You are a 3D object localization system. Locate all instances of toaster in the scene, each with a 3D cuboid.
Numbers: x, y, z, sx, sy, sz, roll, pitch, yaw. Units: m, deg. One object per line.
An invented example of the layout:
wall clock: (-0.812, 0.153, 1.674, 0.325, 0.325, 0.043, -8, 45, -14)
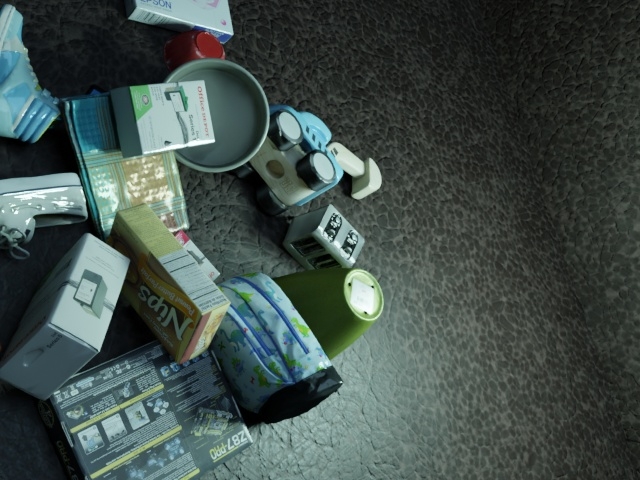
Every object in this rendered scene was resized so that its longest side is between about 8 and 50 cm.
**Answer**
toaster: (0.000, 0.000, 2.093, 0.168, 0.186, 0.110, 47, 48, -27)

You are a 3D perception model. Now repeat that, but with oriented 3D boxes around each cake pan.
cake pan: (-0.280, -0.320, 1.909, 0.293, 0.054, 0.293, 0, 90, -11)

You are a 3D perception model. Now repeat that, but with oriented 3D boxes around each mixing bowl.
mixing bowl: (-0.336, -0.520, 2.075, 0.181, 0.098, 0.181, 20, 58, -36)

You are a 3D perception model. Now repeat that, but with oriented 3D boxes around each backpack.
backpack: (-0.145, 0.248, 1.766, 0.273, 0.290, 0.355, -10, 70, -30)

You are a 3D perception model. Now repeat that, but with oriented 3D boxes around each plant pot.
plant pot: (0.015, 0.183, 1.921, 0.275, 0.293, 0.274, 20, 58, -36)

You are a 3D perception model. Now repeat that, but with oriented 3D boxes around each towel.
towel: (-0.451, -0.175, 1.763, 0.271, 0.040, 0.370, -23, 106, -45)

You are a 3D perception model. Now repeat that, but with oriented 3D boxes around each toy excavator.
toy excavator: (-0.011, -0.243, 2.185, 0.433, 0.222, 0.445, 51, 36, -14)

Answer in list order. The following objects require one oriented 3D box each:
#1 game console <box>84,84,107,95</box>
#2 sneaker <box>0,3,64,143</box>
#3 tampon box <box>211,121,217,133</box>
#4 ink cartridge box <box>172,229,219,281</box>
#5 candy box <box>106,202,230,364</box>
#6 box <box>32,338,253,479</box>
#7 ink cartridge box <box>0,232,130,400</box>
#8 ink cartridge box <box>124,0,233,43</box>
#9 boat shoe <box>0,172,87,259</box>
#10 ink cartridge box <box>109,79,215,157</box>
game console: (-0.520, -0.318, 1.818, 0.085, 0.124, 0.144, 61, 36, -42)
sneaker: (-0.668, -0.361, 1.671, 0.208, 0.127, 0.319, 18, 68, -34)
tampon box: (-0.306, -0.351, 2.017, 0.120, 0.101, 0.161, -21, 85, -46)
ink cartridge box: (-0.336, 0.067, 1.803, 0.150, 0.063, 0.109, 50, 57, -13)
candy box: (-0.348, 0.093, 1.624, 0.316, 0.183, 0.088, 46, 42, 19)
box: (-0.368, 0.391, 1.602, 0.395, 0.097, 0.318, -23, 86, -44)
ink cartridge box: (-0.504, 0.148, 1.464, 0.115, 0.198, 0.273, 37, 29, -24)
ink cartridge box: (-0.421, -0.755, 2.131, 0.324, 0.071, 0.330, 2, 71, -42)
boat shoe: (-0.644, -0.037, 1.544, 0.367, 0.136, 0.156, -18, 86, -56)
ink cartridge box: (-0.370, -0.292, 1.756, 0.219, 0.093, 0.160, -20, 104, -45)
